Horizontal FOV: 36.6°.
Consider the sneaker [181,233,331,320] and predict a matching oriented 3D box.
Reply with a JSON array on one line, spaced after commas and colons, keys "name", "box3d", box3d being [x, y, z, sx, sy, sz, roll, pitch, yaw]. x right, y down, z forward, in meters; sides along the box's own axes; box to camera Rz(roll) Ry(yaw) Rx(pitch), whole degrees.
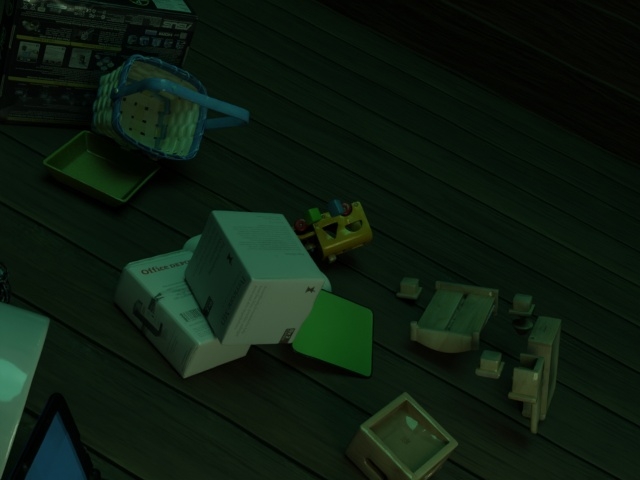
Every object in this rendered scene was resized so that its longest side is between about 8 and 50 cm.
[{"name": "sneaker", "box3d": [-0.123, 0.075, 1.846, 0.305, 0.114, 0.152, 20, 31, -6]}]

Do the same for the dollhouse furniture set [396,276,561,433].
[{"name": "dollhouse furniture set", "box3d": [0.288, 0.235, 1.943, 0.356, 0.173, 0.303, 8, 26, 21]}]

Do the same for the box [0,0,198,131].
[{"name": "box", "box3d": [-0.496, -0.393, 2.104, 0.395, 0.318, 0.097, -1, 39, -33]}]

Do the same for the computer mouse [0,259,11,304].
[{"name": "computer mouse", "box3d": [-0.648, 0.055, 1.545, 0.272, 0.072, 0.188, -17, 88, -40]}]

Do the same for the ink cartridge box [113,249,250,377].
[{"name": "ink cartridge box", "box3d": [-0.238, 0.125, 1.718, 0.159, 0.092, 0.218, -15, 50, -47]}]

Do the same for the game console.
[{"name": "game console", "box3d": [-0.283, 0.377, 1.236, 0.250, 0.173, 0.293, 20, 32, -6]}]

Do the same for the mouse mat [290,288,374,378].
[{"name": "mouse mat", "box3d": [0.025, 0.167, 1.820, 0.190, 0.007, 0.152, 23, 53, -27]}]

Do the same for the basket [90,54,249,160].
[{"name": "basket", "box3d": [-0.325, -0.276, 2.039, 0.255, 0.289, 0.201, 18, 73, -42]}]

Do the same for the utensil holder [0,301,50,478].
[{"name": "utensil holder", "box3d": [-0.568, 0.188, 1.192, 0.386, 0.327, 0.327, 18, 32, -13]}]

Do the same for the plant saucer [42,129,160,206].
[{"name": "plant saucer", "box3d": [-0.457, -0.142, 2.015, 0.188, 0.045, 0.188, 26, 31, 2]}]

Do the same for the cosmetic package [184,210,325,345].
[{"name": "cosmetic package", "box3d": [-0.116, 0.064, 1.662, 0.151, 0.151, 0.183, 2, 38, -36]}]

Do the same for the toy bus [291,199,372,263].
[{"name": "toy bus", "box3d": [0.012, -0.005, 2.060, 0.191, 0.202, 0.104, -10, 75, -52]}]

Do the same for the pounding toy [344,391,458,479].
[{"name": "pounding toy", "box3d": [0.126, 0.382, 1.586, 0.181, 0.094, 0.206, 43, 45, 20]}]
